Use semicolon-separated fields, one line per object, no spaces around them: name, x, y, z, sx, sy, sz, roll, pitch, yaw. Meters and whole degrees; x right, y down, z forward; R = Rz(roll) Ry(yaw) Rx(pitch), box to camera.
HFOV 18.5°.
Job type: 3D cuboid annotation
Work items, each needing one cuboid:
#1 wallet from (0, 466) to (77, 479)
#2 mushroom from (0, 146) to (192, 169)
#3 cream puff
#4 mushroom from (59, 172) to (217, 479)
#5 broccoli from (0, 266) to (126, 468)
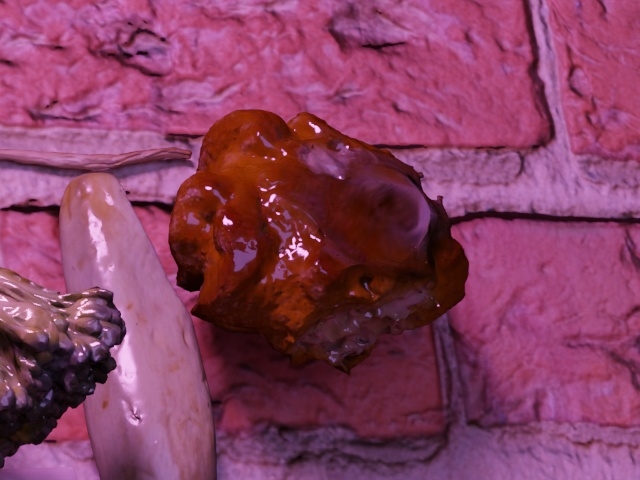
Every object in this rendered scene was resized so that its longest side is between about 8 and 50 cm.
wallet;-0.242;0.204;1.506;0.122;0.025;0.061;0;62;-27
mushroom;-0.236;-0.067;1.635;0.286;0.026;0.028;-7;88;-32
cream puff;0.000;0.000;1.629;0.269;0.155;0.241;27;42;-20
mushroom;-0.143;0.105;1.567;0.107;0.087;0.333;7;61;-35
broccoli;-0.303;0.068;1.399;0.288;0.248;0.245;-20;85;-32
